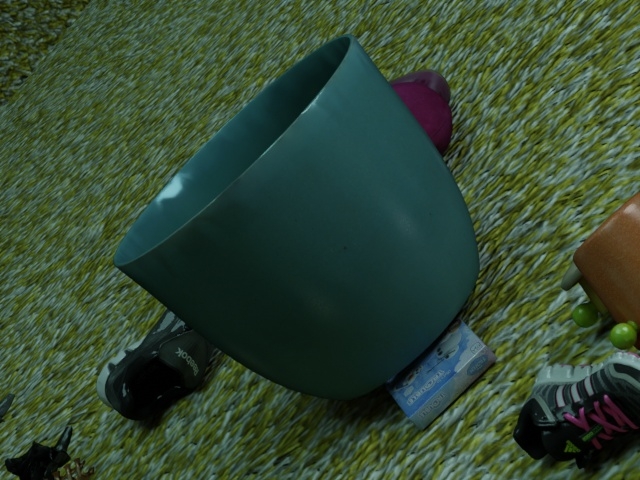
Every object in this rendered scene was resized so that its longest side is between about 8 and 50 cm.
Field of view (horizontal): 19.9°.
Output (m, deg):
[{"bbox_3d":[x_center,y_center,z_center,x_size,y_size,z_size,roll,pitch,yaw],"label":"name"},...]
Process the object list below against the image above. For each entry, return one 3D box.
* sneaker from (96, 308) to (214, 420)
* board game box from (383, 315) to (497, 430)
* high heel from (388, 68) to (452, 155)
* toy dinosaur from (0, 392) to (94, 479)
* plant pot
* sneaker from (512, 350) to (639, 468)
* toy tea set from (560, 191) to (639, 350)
[{"bbox_3d":[-0.141,0.105,1.941,0.234,0.078,0.106,-48,24,1],"label":"sneaker"},{"bbox_3d":[0.101,0.112,1.568,0.090,0.020,0.090,-44,22,1],"label":"board game box"},{"bbox_3d":[-0.029,-0.067,1.967,0.377,0.127,0.181,-32,13,20],"label":"high heel"},{"bbox_3d":[-0.327,0.281,1.787,0.322,0.164,0.218,-12,46,23],"label":"toy dinosaur"},{"bbox_3d":[0.000,0.000,1.633,0.293,0.235,0.293,-41,13,12],"label":"plant pot"},{"bbox_3d":[0.197,0.128,1.314,0.075,0.063,0.170,-54,18,-24],"label":"sneaker"},{"bbox_3d":[0.327,-0.032,1.362,0.336,0.124,0.200,-44,-8,8],"label":"toy tea set"}]
